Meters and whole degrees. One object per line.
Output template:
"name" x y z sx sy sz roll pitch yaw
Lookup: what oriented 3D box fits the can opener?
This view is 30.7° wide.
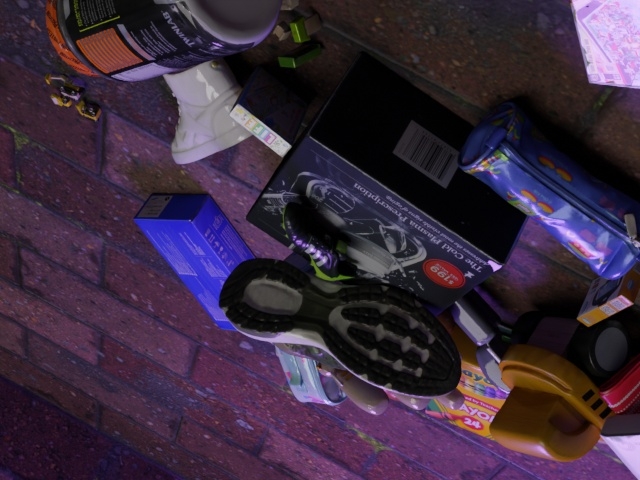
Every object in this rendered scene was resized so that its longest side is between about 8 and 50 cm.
"can opener" 0.262 0.157 2.027 0.283 0.076 0.095 47 122 -7

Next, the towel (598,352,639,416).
"towel" 0.588 0.258 1.863 0.275 0.199 0.031 45 -174 -25

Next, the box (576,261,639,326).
"box" 0.448 0.082 1.809 0.028 0.081 0.136 36 149 -9

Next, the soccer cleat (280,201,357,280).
"soccer cleat" 0.000 0.000 1.757 0.072 0.060 0.179 -1 145 29

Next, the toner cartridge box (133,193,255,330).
"toner cartridge box" -0.212 0.050 2.346 0.165 0.075 0.347 4 141 39

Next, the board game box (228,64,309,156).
"board game box" -0.077 -0.200 1.784 0.103 0.154 0.026 38 119 -12

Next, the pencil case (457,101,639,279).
"pencil case" 0.341 -0.066 1.640 0.306 0.119 0.133 36 178 -9

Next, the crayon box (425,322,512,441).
"crayon box" 0.306 0.261 2.202 0.202 0.081 0.318 20 148 18

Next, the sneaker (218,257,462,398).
"sneaker" 0.044 0.152 1.888 0.410 0.158 0.182 22 164 21

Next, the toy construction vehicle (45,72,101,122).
"toy construction vehicle" -0.451 -0.264 2.136 0.098 0.035 0.086 22 160 19

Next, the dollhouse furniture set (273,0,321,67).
"dollhouse furniture set" -0.043 -0.330 1.685 0.076 0.059 0.151 11 126 43

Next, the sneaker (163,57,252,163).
"sneaker" -0.200 -0.227 1.920 0.169 0.108 0.292 58 152 -10

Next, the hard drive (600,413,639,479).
"hard drive" 0.625 0.395 1.807 0.353 0.047 0.233 48 145 -19

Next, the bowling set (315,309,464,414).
"bowling set" 0.155 0.185 2.036 0.287 0.199 0.154 10 -161 -48

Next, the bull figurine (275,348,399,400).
"bull figurine" 0.061 0.225 2.338 0.310 0.101 0.188 17 142 13

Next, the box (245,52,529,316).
"box" 0.107 -0.061 1.799 0.343 0.179 0.312 33 151 -5

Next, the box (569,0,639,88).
"box" 0.363 -0.261 1.391 0.114 0.036 0.207 11 152 29

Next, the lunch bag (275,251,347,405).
"lunch bag" 0.009 0.152 2.107 0.108 0.224 0.279 -3 116 40

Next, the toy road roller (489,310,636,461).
"toy road roller" 0.427 0.283 1.941 0.329 0.240 0.202 44 160 -25

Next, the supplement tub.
"supplement tub" -0.231 -0.340 1.650 0.338 0.207 0.207 -5 135 45
